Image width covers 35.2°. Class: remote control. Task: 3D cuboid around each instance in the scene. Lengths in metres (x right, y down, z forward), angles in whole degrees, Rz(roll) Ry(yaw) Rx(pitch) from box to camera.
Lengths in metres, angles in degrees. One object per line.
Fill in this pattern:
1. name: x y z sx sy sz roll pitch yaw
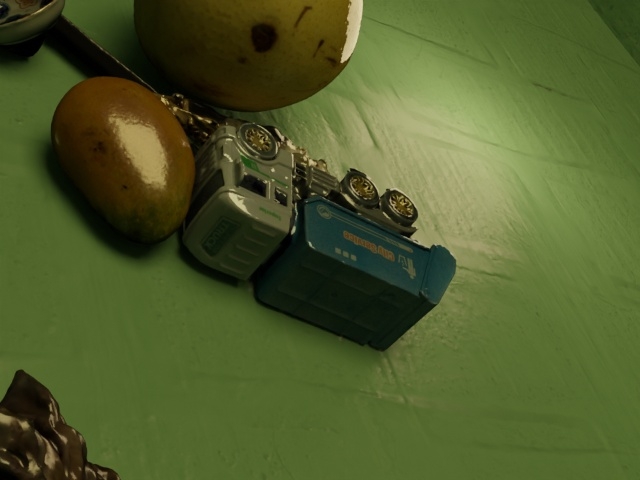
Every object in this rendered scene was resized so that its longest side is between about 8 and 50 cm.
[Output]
1. remote control: -0.303 -0.246 1.376 0.245 0.063 0.025 39 75 2

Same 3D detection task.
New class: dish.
1. dish: -0.388 -0.277 1.308 0.141 0.078 0.141 -9 38 8

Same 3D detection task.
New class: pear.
1. pear: -0.102 -0.350 1.438 0.348 0.348 0.348 26 34 -19

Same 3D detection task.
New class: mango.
1. mango: -0.226 -0.098 1.196 0.151 0.120 0.221 -29 74 -34

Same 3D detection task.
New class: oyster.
1. oyster: -0.102 -0.128 1.408 0.345 0.078 0.129 21 34 -38

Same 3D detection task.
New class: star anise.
1. star anise: -0.204 0.230 0.736 0.315 0.108 0.315 -21 90 -85

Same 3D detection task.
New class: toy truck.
1. toy truck: 0.000 0.000 1.283 0.367 0.146 0.175 24 39 -23
